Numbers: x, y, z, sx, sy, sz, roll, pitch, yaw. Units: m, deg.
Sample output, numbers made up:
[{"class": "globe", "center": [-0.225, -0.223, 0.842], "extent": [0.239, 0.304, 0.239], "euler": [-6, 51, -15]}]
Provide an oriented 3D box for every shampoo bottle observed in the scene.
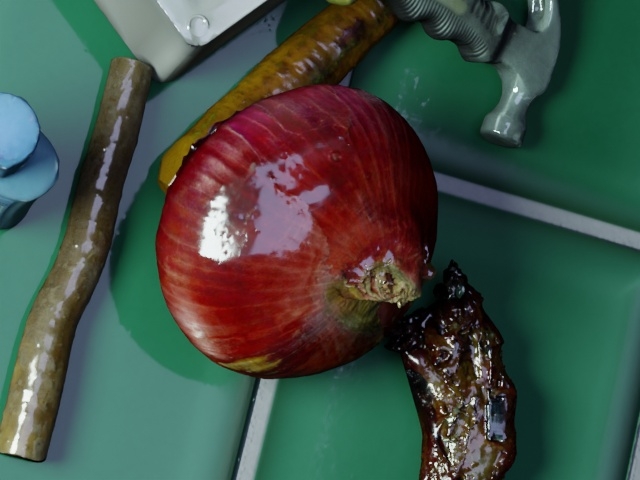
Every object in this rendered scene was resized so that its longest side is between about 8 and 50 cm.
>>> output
[{"class": "shampoo bottle", "center": [-0.243, -0.060, 1.393], "extent": [0.104, 0.258, 0.061], "euler": [34, 77, -10]}]

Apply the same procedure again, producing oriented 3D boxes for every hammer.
[{"class": "hammer", "center": [0.106, -0.187, 1.582], "extent": [0.226, 0.041, 0.158], "euler": [23, 80, -33]}]

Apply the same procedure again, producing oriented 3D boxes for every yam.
[{"class": "yam", "center": [-0.193, 0.013, 1.513], "extent": [0.045, 0.045, 0.327], "euler": [11, 78, 18]}]

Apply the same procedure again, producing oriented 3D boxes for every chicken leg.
[{"class": "chicken leg", "center": [0.111, 0.133, 1.572], "extent": [0.105, 0.063, 0.234], "euler": [-11, 87, -11]}]

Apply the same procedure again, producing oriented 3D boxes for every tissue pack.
[{"class": "tissue pack", "center": [-0.126, -0.274, 1.515], "extent": [0.159, 0.136, 0.246], "euler": [-37, 94, -16]}]

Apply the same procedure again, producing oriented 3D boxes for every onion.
[{"class": "onion", "center": [-0.008, -0.005, 1.485], "extent": [0.248, 0.161, 0.248], "euler": [0, 90, -30]}]

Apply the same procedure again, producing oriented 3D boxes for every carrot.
[{"class": "carrot", "center": [-0.009, -0.139, 1.569], "extent": [0.314, 0.066, 0.066], "euler": [-44, 96, -16]}]
